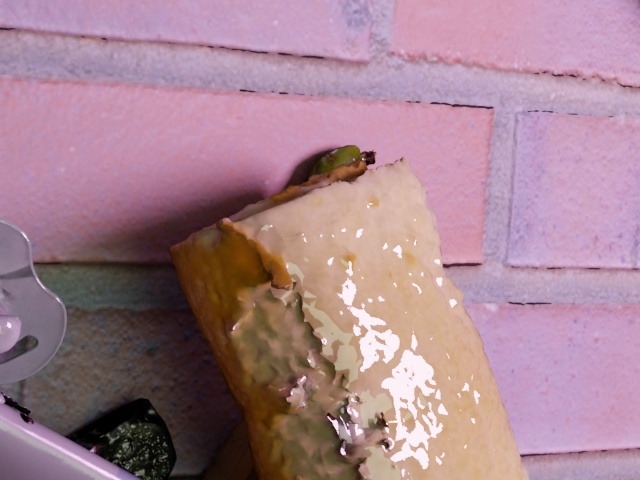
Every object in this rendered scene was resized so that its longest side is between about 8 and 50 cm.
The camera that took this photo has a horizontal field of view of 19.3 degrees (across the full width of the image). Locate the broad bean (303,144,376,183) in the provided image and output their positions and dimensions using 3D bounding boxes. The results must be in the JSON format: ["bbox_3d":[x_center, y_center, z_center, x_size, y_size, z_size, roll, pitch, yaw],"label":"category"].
[{"bbox_3d":[-0.005,-0.006,1.710,0.061,0.046,0.195,31,77,-32],"label":"broad bean"}]

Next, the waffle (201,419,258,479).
[{"bbox_3d":[-0.057,0.331,1.693,0.213,0.091,0.308,38,75,-33],"label":"waffle"}]

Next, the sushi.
[{"bbox_3d":[-0.169,0.191,1.617,0.083,0.056,0.085,-36,115,-34],"label":"sushi"}]

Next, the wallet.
[{"bbox_3d":[-0.230,0.223,1.537,0.231,0.069,0.170,34,112,-26],"label":"wallet"}]

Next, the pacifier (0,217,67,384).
[{"bbox_3d":[-0.270,0.058,1.491,0.127,0.116,0.150,-20,113,-5],"label":"pacifier"}]

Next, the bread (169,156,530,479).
[{"bbox_3d":[0.029,0.131,1.587,0.236,0.165,0.375,-22,95,-44],"label":"bread"}]
